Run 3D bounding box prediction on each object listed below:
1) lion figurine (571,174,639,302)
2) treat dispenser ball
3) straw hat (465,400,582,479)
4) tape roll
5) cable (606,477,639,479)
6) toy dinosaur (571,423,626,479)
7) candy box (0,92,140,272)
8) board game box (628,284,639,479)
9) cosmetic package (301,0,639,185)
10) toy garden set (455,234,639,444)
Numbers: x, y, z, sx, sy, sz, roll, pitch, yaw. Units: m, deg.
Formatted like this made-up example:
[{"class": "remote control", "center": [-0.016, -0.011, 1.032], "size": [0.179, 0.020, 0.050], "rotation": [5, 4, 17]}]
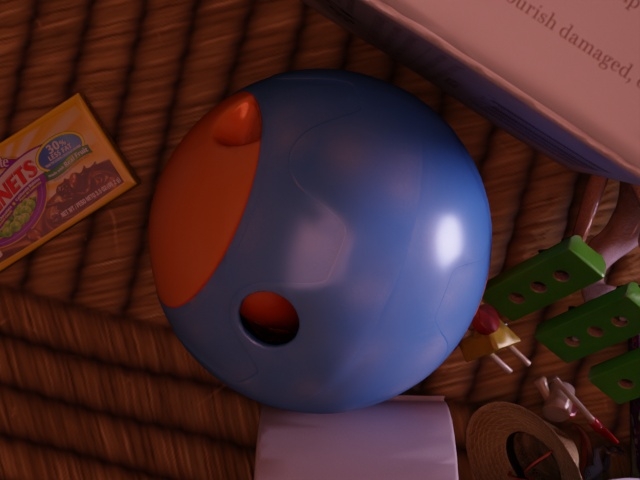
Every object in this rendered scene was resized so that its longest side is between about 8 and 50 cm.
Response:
[{"class": "lion figurine", "center": [0.392, -0.064, 0.969], "size": [0.392, 0.142, 0.240], "rotation": [2, 71, 7]}, {"class": "treat dispenser ball", "center": [0.000, 0.000, 0.910], "size": [0.288, 0.288, 0.288], "rotation": [0, 97, 1]}, {"class": "straw hat", "center": [0.214, 0.210, 1.042], "size": [0.061, 0.144, 0.144], "rotation": [-24, 97, -37]}, {"class": "tape roll", "center": [0.028, 0.263, 0.963], "size": [0.169, 0.246, 0.246], "rotation": [0, 97, 1]}, {"class": "cable", "center": [0.232, 0.326, 0.981], "size": [0.257, 0.089, 0.257], "rotation": [-23, 137, -5]}, {"class": "toy dinosaur", "center": [0.271, 0.239, 1.069], "size": [0.090, 0.047, 0.082], "rotation": [38, 107, 30]}, {"class": "candy box", "center": [-0.288, -0.044, 1.042], "size": [0.206, 0.027, 0.105], "rotation": [-32, 92, 4]}, {"class": "board game box", "center": [0.475, 0.138, 1.040], "size": [0.347, 0.056, 0.208], "rotation": [-3, 92, 2]}, {"class": "cosmetic package", "center": [0.210, -0.291, 0.853], "size": [0.327, 0.329, 0.393], "rotation": [32, 95, -2]}, {"class": "toy garden set", "center": [0.240, 0.098, 0.978], "size": [0.244, 0.049, 0.204], "rotation": [38, 140, -16]}]
